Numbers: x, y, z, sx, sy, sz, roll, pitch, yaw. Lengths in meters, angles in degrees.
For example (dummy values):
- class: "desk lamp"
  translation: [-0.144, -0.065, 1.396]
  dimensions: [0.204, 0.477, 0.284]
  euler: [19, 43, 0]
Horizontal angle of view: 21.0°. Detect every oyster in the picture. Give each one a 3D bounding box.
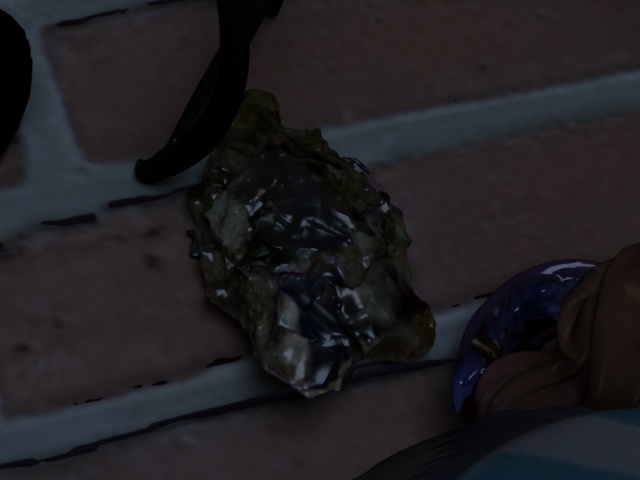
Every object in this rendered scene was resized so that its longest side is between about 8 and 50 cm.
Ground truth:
- class: "oyster"
  translation: [-0.007, -0.007, 0.743]
  dimensions: [0.103, 0.051, 0.148]
  euler: [-19, 59, -31]

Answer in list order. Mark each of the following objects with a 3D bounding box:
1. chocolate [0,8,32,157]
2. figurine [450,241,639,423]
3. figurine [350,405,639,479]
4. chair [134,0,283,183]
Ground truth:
- class: "chocolate"
  translation: [-0.191, -0.054, 0.688]
  dimensions: [0.080, 0.125, 0.148]
  euler: [23, 62, 17]
- class: "figurine"
  translation: [0.124, 0.058, 0.696]
  dimensions: [0.126, 0.157, 0.114]
  euler: [13, 81, -14]
- class: "figurine"
  translation: [0.110, 0.214, 0.447]
  dimensions: [0.361, 0.377, 0.266]
  euler: [45, 84, 5]
- class: "chair"
  translation: [-0.055, -0.176, 0.766]
  dimensions: [0.141, 0.154, 0.260]
  euler: [25, 56, -1]
